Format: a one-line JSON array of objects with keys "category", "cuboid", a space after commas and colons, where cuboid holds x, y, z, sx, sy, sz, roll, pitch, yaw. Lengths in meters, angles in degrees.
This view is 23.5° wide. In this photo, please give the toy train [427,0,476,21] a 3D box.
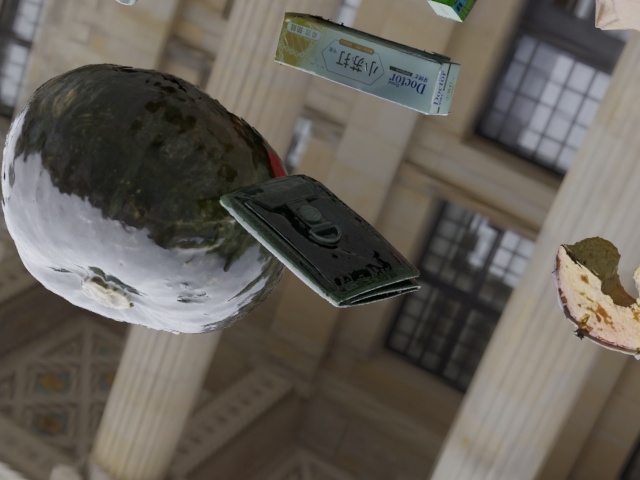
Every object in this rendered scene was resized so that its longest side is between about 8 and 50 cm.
[{"category": "toy train", "cuboid": [0.203, -0.367, 1.877, 0.044, 0.209, 0.042, 24, 168, 40]}]

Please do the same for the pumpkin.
[{"category": "pumpkin", "cuboid": [-0.246, -0.063, 2.216, 0.454, 0.454, 0.344, 24, -111, 6]}]

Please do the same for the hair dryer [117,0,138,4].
[{"category": "hair dryer", "cuboid": [-0.252, -0.410, 2.358, 0.137, 0.082, 0.047, -13, -123, -39]}]

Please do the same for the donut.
[{"category": "donut", "cuboid": [0.371, 0.064, 1.836, 0.181, 0.146, 0.078, -1, -163, 45]}]

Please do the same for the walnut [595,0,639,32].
[{"category": "walnut", "cuboid": [0.451, -0.367, 1.886, 0.203, 0.298, 0.203, 36, -160, -15]}]

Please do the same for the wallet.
[{"category": "wallet", "cuboid": [0.001, -0.002, 1.950, 0.160, 0.055, 0.236, -14, -137, -43]}]

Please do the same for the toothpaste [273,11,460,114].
[{"category": "toothpaste", "cuboid": [0.071, -0.277, 2.386, 0.313, 0.089, 0.071, 23, -165, 33]}]
